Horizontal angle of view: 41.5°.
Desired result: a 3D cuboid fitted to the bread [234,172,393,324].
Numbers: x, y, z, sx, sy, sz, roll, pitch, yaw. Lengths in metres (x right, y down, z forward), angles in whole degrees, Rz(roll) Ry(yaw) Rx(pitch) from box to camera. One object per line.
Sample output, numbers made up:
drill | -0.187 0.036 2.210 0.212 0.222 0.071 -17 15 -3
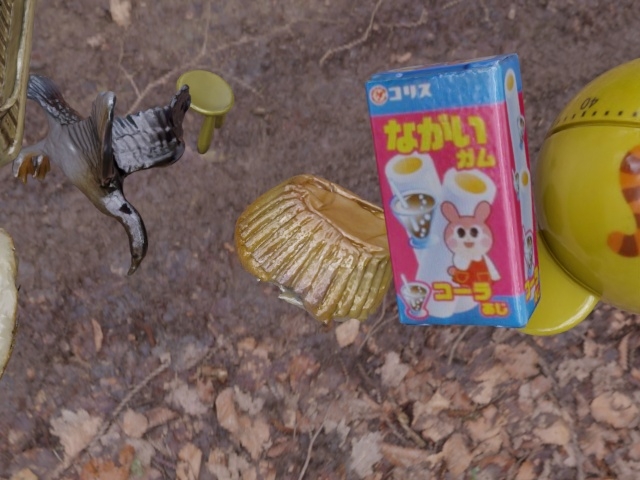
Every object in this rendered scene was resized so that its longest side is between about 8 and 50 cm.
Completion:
bread | 0.000 0.000 1.333 0.274 0.149 0.274 18 33 -12

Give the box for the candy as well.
candy | 0.160 -0.055 0.986 0.157 0.306 0.100 -2 18 28

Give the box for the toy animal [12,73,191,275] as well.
toy animal | -0.214 -0.070 0.827 0.160 0.197 0.272 12 18 13

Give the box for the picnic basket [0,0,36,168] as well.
picnic basket | -0.365 -0.167 0.568 0.312 0.175 0.228 -8 57 -2

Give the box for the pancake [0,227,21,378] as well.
pancake | -0.541 0.159 1.282 0.071 0.382 0.382 18 59 -31

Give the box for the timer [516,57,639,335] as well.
timer | 0.427 -0.027 1.063 0.376 0.376 0.387 19 82 3

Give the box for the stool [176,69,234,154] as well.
stool | -0.230 -0.246 1.594 0.135 0.110 0.134 -10 62 -34
